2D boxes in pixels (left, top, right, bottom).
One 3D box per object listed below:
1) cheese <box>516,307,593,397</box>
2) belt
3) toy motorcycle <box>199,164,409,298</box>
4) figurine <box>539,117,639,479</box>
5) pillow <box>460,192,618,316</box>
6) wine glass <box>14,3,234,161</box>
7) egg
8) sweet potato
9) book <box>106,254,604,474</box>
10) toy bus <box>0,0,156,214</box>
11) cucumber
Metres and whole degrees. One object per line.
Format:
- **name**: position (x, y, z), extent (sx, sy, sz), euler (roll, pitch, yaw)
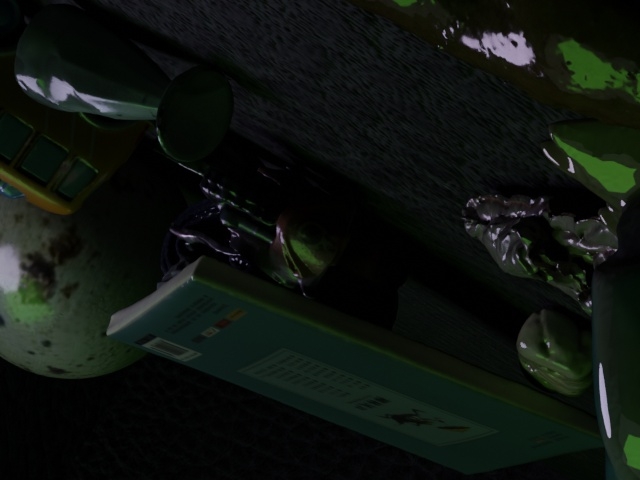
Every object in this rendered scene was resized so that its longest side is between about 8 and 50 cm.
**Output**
- **cheese**: position (0.180, 0.087, 1.169), extent (0.065, 0.043, 0.194), euler (23, 172, 11)
- **belt**: position (-0.047, 0.034, 1.419), extent (0.230, 0.139, 0.126), euler (19, 167, 42)
- **toy motorcycle**: position (0.000, 0.000, 1.183), extent (0.118, 0.084, 0.212), euler (26, 180, 36)
- **figurine**: position (0.266, 0.136, 0.437), extent (0.378, 0.361, 0.266), euler (-5, 166, 16)
- **pillow**: position (0.152, 0.025, 0.744), extent (0.135, 0.049, 0.248), euler (29, 178, -13)
- **wine glass**: position (-0.132, -0.103, 1.034), extent (0.155, 0.073, 0.073), euler (28, 173, 39)
- **egg**: position (-0.285, 0.013, 1.773), extent (0.288, 0.287, 0.379), euler (31, 176, 11)
- **sweet potato**: position (0.031, -0.082, 0.439), extent (0.218, 0.051, 0.065), euler (30, 178, 27)
- **book**: position (0.026, 0.117, 1.313), extent (0.379, 0.031, 0.264), euler (23, 160, -17)
- **toy bus**: position (-0.246, -0.112, 1.249), extent (0.209, 0.136, 0.126), euler (35, 174, -17)
- **cucumber**: position (-0.075, -0.066, 1.244), extent (0.107, 0.035, 0.067), euler (27, -169, 31)
